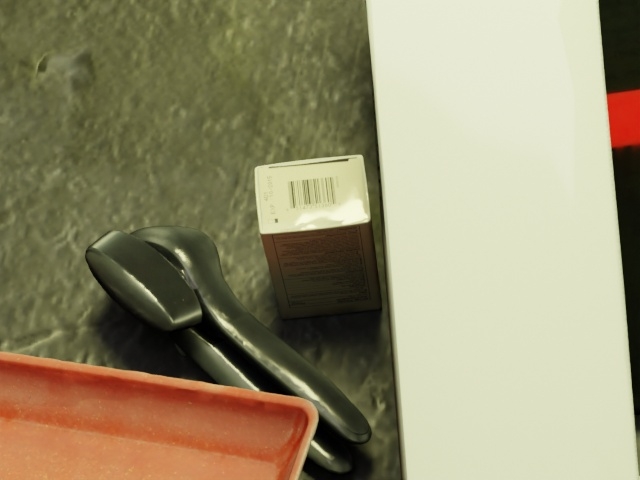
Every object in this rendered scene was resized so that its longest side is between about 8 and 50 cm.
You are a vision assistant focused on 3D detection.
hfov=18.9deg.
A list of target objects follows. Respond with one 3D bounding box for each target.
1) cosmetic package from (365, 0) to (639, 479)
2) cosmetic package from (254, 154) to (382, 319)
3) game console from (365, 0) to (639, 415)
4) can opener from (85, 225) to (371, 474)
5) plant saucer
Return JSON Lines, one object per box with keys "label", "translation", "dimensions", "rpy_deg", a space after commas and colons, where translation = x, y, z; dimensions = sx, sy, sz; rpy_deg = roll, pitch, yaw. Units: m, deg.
{"label": "cosmetic package", "translation": [0.081, 0.070, 0.842], "dimensions": [0.097, 0.284, 0.377], "rpy_deg": [-5, 88, 2]}
{"label": "cosmetic package", "translation": [0.000, 0.000, 1.037], "dimensions": [0.060, 0.115, 0.041], "rpy_deg": [-6, 64, 1]}
{"label": "game console", "translation": [0.224, -0.086, 1.021], "dimensions": [0.386, 0.060, 0.342], "rpy_deg": [-8, 98, 2]}
{"label": "can opener", "translation": [-0.049, 0.060, 1.051], "dimensions": [0.186, 0.059, 0.073], "rpy_deg": [42, 48, 10]}
{"label": "plant saucer", "translation": [-0.151, 0.182, 0.968], "dimensions": [0.258, 0.048, 0.259], "rpy_deg": [7, 55, 19]}
